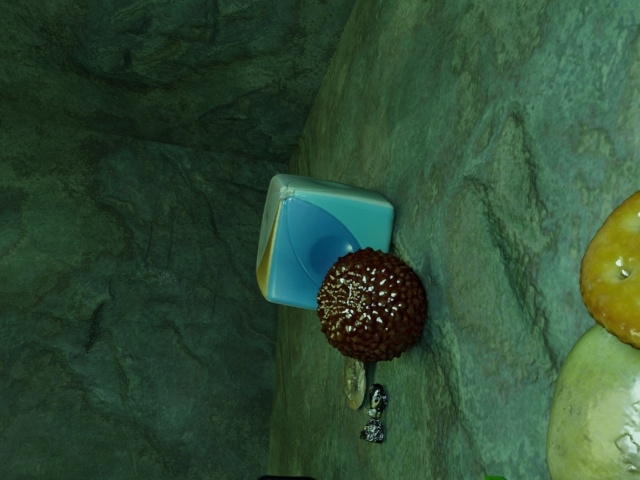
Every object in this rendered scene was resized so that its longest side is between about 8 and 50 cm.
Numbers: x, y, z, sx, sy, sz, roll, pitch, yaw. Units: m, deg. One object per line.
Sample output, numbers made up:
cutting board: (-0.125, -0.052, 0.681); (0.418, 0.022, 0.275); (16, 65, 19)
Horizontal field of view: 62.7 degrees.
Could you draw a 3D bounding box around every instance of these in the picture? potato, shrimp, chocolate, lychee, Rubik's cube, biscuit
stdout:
potato: (0.319, 0.201, 0.540); (0.174, 0.159, 0.251); (40, -108, -74)
shrimp: (0.116, 0.374, 1.519); (0.164, 0.062, 0.316); (-103, 20, -47)
chocolate: (0.139, 0.447, 1.367); (0.072, 0.070, 0.147); (-12, 68, 47)
lychee: (0.119, 0.153, 1.225); (0.264, 0.300, 0.264); (-16, 57, 26)
Rubik's cube: (0.000, 0.000, 1.592); (0.347, 0.352, 0.351); (-123, 41, -72)
biscuit: (0.353, 0.018, 0.483); (0.220, 0.066, 0.220); (-39, 24, 21)

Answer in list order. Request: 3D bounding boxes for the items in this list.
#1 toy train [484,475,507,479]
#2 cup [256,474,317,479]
toy train: (0.267, 0.483, 0.827); (0.044, 0.042, 0.209); (179, 99, -78)
cup: (-0.085, 0.853, 1.569); (0.308, 0.292, 0.242); (132, 144, -69)
